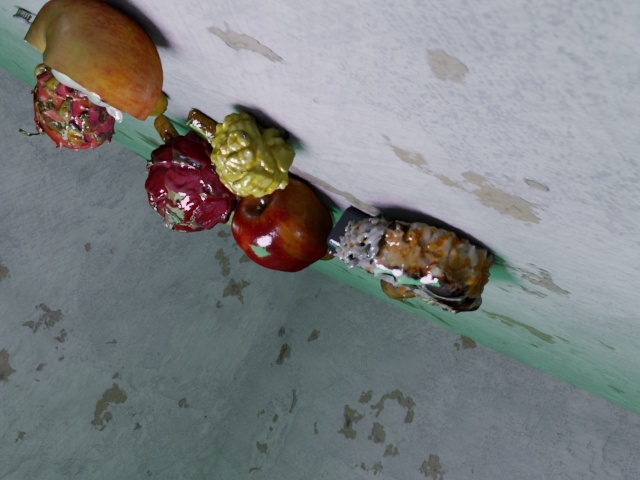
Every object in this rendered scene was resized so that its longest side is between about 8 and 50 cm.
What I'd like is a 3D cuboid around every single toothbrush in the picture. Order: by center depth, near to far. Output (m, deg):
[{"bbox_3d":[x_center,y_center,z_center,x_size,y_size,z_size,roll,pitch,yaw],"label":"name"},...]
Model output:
[{"bbox_3d":[-0.684,-0.551,1.460,0.375,0.037,0.028,25,172,25],"label":"toothbrush"}]

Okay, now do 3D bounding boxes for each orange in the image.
[{"bbox_3d":[-0.472,-0.388,1.560,0.085,0.085,0.095,22,177,46],"label":"orange"}]

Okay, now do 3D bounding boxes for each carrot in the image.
[{"bbox_3d":[-0.278,-0.285,1.576,0.228,0.069,0.069,33,172,-21],"label":"carrot"},{"bbox_3d":[0.307,0.154,2.084,0.138,0.139,0.302,30,166,-5],"label":"carrot"}]

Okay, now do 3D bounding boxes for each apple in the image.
[{"bbox_3d":[-0.425,-0.379,1.114,0.251,0.163,0.293,26,-168,-49],"label":"apple"},{"bbox_3d":[-0.116,-0.048,1.701,0.288,0.288,0.317,23,172,41],"label":"apple"}]

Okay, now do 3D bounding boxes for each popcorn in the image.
[{"bbox_3d":[-0.154,-0.200,1.300,0.189,0.218,0.169,16,135,-29],"label":"popcorn"}]

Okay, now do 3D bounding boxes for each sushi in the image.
[{"bbox_3d":[0.238,0.049,1.442,0.417,0.176,0.417,23,178,1],"label":"sushi"}]

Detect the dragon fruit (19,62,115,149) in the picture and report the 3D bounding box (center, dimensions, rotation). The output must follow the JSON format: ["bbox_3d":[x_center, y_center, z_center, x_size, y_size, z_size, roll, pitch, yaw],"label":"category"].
[{"bbox_3d":[-0.759,-0.436,1.708,0.268,0.250,0.291,13,136,13],"label":"dragon fruit"}]

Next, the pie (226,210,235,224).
[{"bbox_3d":[-0.394,-0.126,2.104,0.248,0.090,0.201,38,174,-37],"label":"pie"}]

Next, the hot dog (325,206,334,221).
[{"bbox_3d":[-0.075,-0.124,1.899,0.285,0.061,0.088,25,175,21],"label":"hot dog"}]

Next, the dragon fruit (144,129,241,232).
[{"bbox_3d":[-0.384,-0.185,1.731,0.329,0.329,0.329,29,173,4],"label":"dragon fruit"}]

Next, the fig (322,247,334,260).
[{"bbox_3d":[-0.004,0.018,2.371,0.132,0.127,0.184,18,175,-26],"label":"fig"}]

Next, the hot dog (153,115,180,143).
[{"bbox_3d":[-0.490,-0.323,1.870,0.216,0.066,0.047,61,-165,-2],"label":"hot dog"}]

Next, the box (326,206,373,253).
[{"bbox_3d":[0.093,-0.012,1.699,0.090,0.145,0.201,32,175,12],"label":"box"}]

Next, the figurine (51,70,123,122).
[{"bbox_3d":[-0.615,-0.442,1.562,0.155,0.127,0.235,-22,134,34],"label":"figurine"}]
